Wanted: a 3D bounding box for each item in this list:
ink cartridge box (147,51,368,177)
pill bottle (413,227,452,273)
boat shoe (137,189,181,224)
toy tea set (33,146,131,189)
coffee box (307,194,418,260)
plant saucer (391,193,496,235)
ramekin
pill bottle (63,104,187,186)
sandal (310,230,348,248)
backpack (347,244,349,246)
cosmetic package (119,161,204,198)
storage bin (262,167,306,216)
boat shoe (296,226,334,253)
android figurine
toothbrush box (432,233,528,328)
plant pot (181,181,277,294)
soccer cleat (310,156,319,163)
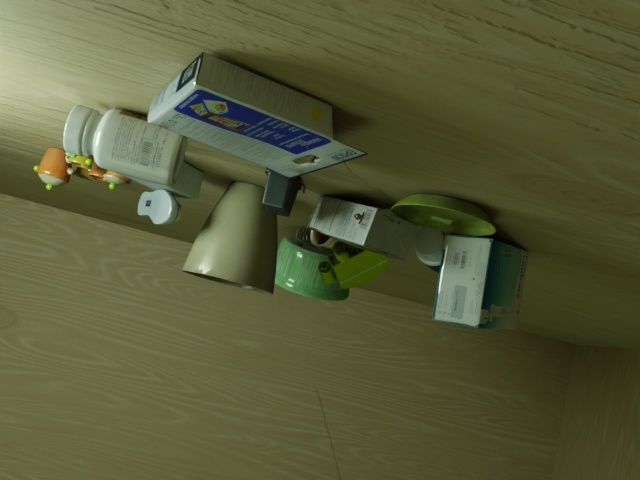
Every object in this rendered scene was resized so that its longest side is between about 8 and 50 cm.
[{"bbox_3d":[-0.115,-0.204,1.125,0.307,0.072,0.304,16,170,-27],"label":"ink cartridge box"},{"bbox_3d":[0.314,0.023,1.716,0.108,0.108,0.193,9,170,27],"label":"pill bottle"},{"bbox_3d":[-0.418,-0.089,1.744,0.084,0.095,0.258,15,-176,-32],"label":"boat shoe"},{"bbox_3d":[-0.699,-0.191,1.907,0.336,0.124,0.200,5,167,46],"label":"toy tea set"},{"bbox_3d":[0.100,-0.034,1.604,0.141,0.098,0.246,22,178,-34],"label":"coffee box"},{"bbox_3d":[0.283,-0.061,1.471,0.241,0.037,0.241,14,172,2],"label":"plant saucer"},{"bbox_3d":[-0.027,0.092,2.301,0.303,0.148,0.303,16,-170,-3],"label":"ramekin"},{"bbox_3d":[-0.406,-0.204,1.353,0.229,0.131,0.131,15,171,-6],"label":"pill bottle"},{"bbox_3d":[0.051,-0.022,1.910,0.076,0.101,0.265,5,173,26],"label":"sandal"},{"bbox_3d":[0.134,0.028,2.062,0.120,0.101,0.098,1,171,32],"label":"backpack"},{"bbox_3d":[-0.423,-0.182,1.676,0.117,0.085,0.231,9,172,31],"label":"cosmetic package"},{"bbox_3d":[-0.091,-0.113,1.560,0.098,0.091,0.135,13,172,6],"label":"storage bin"},{"bbox_3d":[0.000,0.000,2.227,0.178,0.064,0.060,21,176,-6],"label":"boat shoe"},{"bbox_3d":[0.116,0.060,1.940,0.248,0.056,0.273,-28,152,-1],"label":"android figurine"},{"bbox_3d":[0.414,0.110,1.638,0.126,0.216,0.295,8,179,36],"label":"toothbrush box"},{"bbox_3d":[-0.222,-0.014,1.781,0.257,0.274,0.256,13,172,2],"label":"plant pot"},{"bbox_3d":[0.004,-0.168,1.275,0.036,0.029,0.083,20,166,-9],"label":"soccer cleat"}]
